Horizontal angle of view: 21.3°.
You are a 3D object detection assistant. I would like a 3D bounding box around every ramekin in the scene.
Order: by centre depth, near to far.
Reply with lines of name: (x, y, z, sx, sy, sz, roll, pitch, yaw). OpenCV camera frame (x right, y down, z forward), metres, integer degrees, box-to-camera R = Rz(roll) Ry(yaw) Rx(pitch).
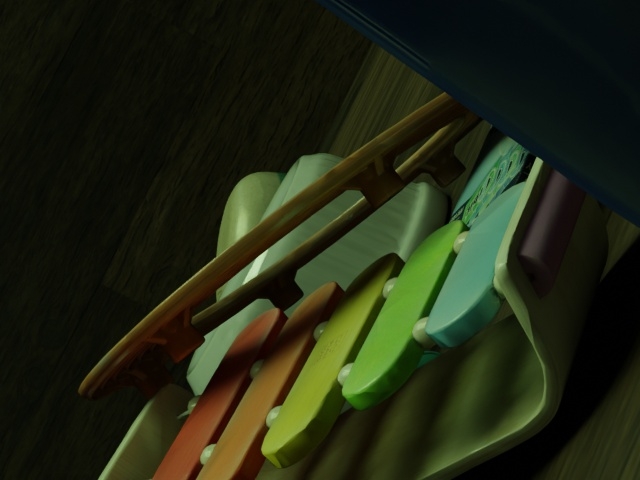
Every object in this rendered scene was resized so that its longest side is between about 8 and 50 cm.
ramekin: (-0.010, 0.051, 1.427, 0.272, 0.127, 0.273, -62, 5, 9)

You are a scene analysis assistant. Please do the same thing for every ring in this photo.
ring: (0.000, 0.000, 1.015, 0.337, 0.032, 0.336, -38, -4, -3)

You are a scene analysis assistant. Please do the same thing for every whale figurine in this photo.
whale figurine: (-0.037, 0.064, 1.796, 0.216, 0.141, 0.272, 137, 135, -76)

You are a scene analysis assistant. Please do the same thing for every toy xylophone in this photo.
toy xylophone: (0.025, 0.058, 0.868, 0.323, 0.081, 0.236, -36, 15, 28)

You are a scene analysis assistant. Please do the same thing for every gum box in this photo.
gum box: (0.143, -0.080, 1.052, 0.184, 0.041, 0.157, -65, 6, -16)

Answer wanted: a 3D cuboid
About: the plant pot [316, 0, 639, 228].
plant pot: (0.133, -0.144, 0.498, 0.212, 0.236, 0.236, -52, 9, 27)

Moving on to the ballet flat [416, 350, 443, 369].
ballet flat: (0.039, 0.134, 0.938, 0.052, 0.057, 0.168, 106, -174, -47)
